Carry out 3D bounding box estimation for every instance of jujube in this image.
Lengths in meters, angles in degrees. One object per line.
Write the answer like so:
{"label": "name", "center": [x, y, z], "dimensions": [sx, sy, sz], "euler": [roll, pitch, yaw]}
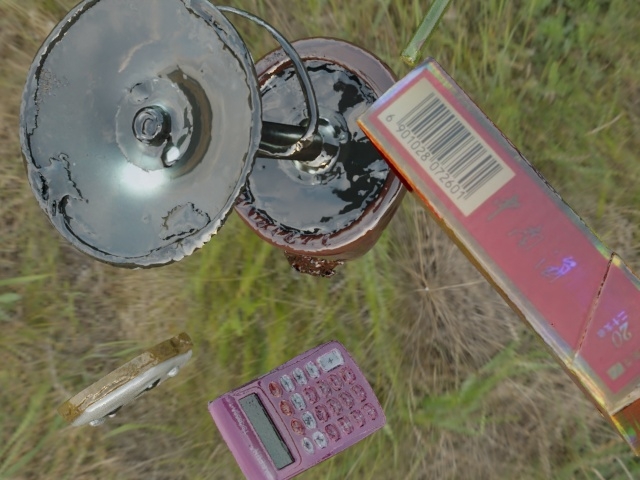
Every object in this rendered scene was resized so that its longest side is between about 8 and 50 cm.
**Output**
{"label": "jujube", "center": [-0.003, -0.003, 1.889], "dimensions": [0.104, 0.166, 0.104], "euler": [3, 78, -12]}

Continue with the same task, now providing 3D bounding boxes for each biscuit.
{"label": "biscuit", "center": [-0.253, 0.189, 1.756], "dimensions": [0.181, 0.208, 0.049], "euler": [-34, 88, 10]}

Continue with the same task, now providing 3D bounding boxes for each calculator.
{"label": "calculator", "center": [-0.025, 0.205, 1.574], "dimensions": [0.190, 0.034, 0.127], "euler": [-25, 75, -27]}

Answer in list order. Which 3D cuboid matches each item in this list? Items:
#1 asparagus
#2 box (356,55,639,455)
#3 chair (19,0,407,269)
{"label": "asparagus", "center": [0.155, -0.302, 1.478], "dimensions": [0.024, 0.025, 0.248], "euler": [29, 89, -2]}
{"label": "box", "center": [0.175, 0.015, 1.082], "dimensions": [0.089, 0.197, 0.313], "euler": [-39, 65, 3]}
{"label": "chair", "center": [-0.060, -0.090, 1.211], "dimensions": [0.226, 0.401, 0.227], "euler": [0, 89, 25]}
